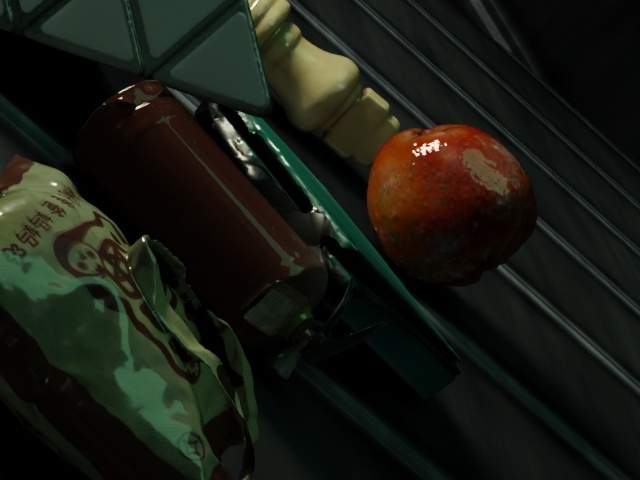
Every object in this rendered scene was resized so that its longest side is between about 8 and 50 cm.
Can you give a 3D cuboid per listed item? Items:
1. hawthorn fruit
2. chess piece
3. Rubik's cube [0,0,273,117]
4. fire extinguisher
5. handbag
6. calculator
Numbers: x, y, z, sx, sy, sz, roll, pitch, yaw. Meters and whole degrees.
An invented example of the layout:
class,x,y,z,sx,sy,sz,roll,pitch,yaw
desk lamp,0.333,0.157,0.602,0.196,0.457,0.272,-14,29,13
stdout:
class,x,y,z,sx,sy,sz,roll,pitch,yaw
hawthorn fruit,0.130,-0.040,1.956,0.173,0.173,0.173,39,16,-13
chess piece,-0.071,-0.226,2.058,0.397,0.117,0.117,42,15,-9
Rubik's cube,-0.175,-0.218,1.580,0.228,0.233,0.228,59,25,-35
fire extinguisher,-0.070,-0.002,1.458,0.269,0.105,0.105,48,16,19
handbag,-0.129,0.055,1.110,0.235,0.127,0.213,44,13,-5
calculator,0.000,0.000,1.636,0.274,0.058,0.248,53,4,36
